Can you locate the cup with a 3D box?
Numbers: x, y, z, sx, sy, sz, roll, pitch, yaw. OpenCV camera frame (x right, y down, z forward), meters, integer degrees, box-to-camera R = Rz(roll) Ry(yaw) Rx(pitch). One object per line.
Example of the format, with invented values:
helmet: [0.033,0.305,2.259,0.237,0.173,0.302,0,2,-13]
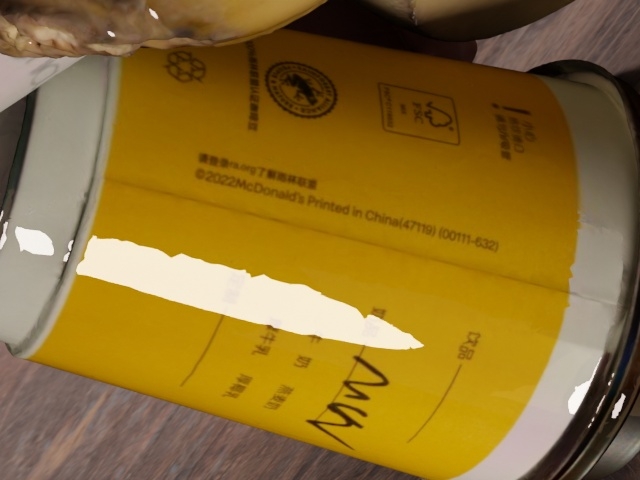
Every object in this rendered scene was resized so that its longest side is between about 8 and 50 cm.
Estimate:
cup: [0.000,0.000,0.610,0.279,0.196,0.196,13,136,-21]

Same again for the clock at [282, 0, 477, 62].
clock: [-0.012,-0.060,0.756,0.162,0.093,0.166,-28,156,-8]

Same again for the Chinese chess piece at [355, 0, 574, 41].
Chinese chess piece: [0.098,-0.200,0.605,0.273,0.102,0.273,-35,160,-14]

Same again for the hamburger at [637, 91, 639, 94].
hamburger: [0.187,0.011,1.201,0.330,0.162,0.209,-34,163,-4]

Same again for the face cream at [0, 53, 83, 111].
face cream: [-0.117,-0.081,0.472,0.311,0.092,0.092,-35,162,-14]

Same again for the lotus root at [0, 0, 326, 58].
lotus root: [0.011,-0.170,0.395,0.303,0.146,0.131,-52,161,-13]
